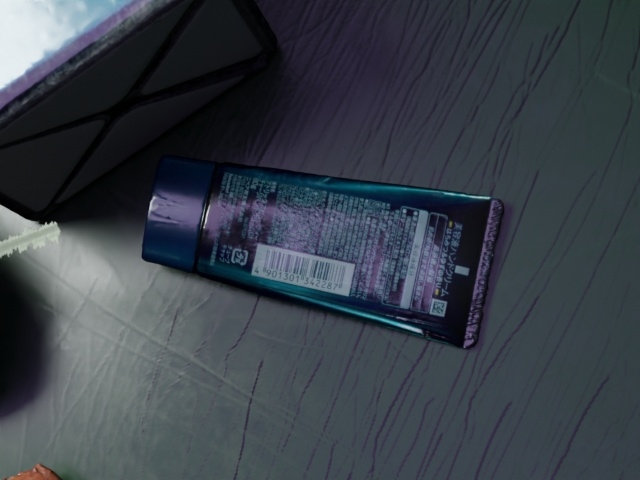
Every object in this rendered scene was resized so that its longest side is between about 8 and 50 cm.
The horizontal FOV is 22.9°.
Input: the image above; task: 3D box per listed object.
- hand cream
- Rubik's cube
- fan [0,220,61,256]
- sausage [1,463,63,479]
[{"bbox_3d":[0.000,0.000,1.228,0.271,0.061,0.120,11,84,3],"label":"hand cream"},{"bbox_3d":[-0.212,-0.199,1.177,0.260,0.255,0.259,-36,80,0],"label":"Rubik's cube"},{"bbox_3d":[-0.273,0.023,1.166,0.329,0.009,0.190,-19,85,48],"label":"fan"},{"bbox_3d":[-0.210,0.243,1.205,0.076,0.076,0.141,-19,78,3],"label":"sausage"}]
